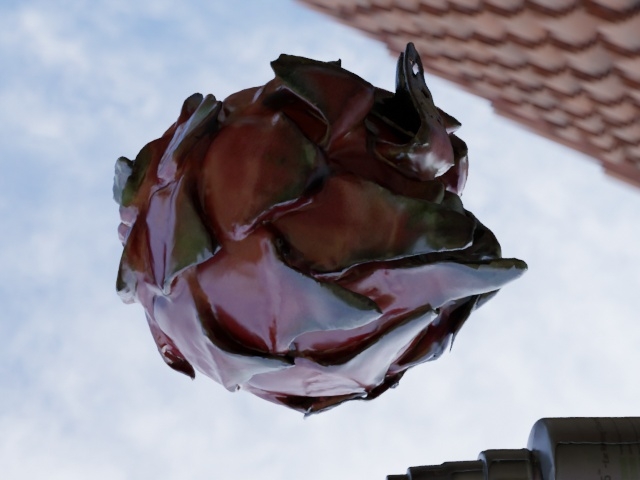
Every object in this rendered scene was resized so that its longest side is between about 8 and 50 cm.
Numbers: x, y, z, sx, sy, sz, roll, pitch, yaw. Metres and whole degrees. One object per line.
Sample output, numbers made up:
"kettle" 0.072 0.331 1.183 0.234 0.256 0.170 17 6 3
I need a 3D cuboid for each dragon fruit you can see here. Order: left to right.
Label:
"dragon fruit" 0.000 0.000 0.955 0.274 0.193 0.192 12 -133 28

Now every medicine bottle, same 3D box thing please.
"medicine bottle" 0.125 0.102 0.699 0.199 0.058 0.058 0 -141 -7
